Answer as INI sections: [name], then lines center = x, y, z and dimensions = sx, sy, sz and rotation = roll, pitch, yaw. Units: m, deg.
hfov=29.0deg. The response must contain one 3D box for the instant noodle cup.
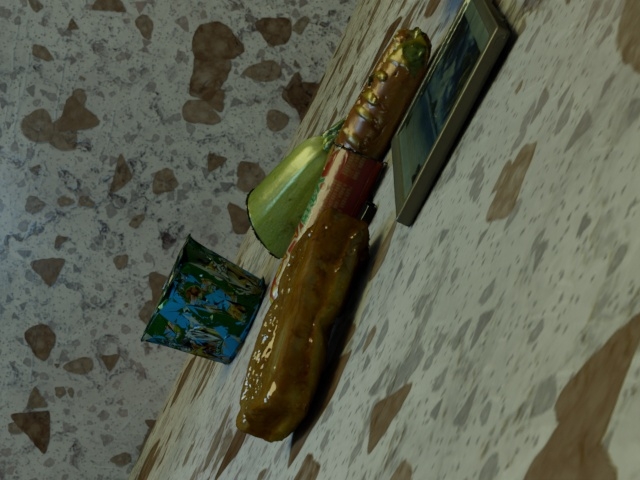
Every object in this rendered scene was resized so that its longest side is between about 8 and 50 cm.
[instant noodle cup]
center = -0.222, 0.126, 2.392
dimensions = 0.240, 0.178, 0.240
rotation = -63, 7, 14

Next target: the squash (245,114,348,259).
[squash]
center = -0.036, -0.100, 2.064
dimensions = 0.287, 0.137, 0.137
rotation = -54, 12, 44

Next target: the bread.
[bread]
center = -0.014, 0.092, 1.399
dimensions = 0.139, 0.077, 0.271
rotation = -49, 18, 53

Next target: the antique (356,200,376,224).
[antique]
center = 0.022, 0.037, 1.578
dimensions = 0.192, 0.015, 0.031
rotation = -63, 7, 8

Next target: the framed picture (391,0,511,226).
[framed picture]
center = 0.140, -0.165, 1.395
dimensions = 0.315, 0.024, 0.232
rotation = -81, 17, -71

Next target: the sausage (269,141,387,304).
[sausage]
center = 0.000, 0.000, 1.647
dimensions = 0.083, 0.083, 0.264
rotation = -146, 81, -83

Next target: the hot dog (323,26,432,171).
[hot dog]
center = 0.079, -0.177, 1.719
dimensions = 0.269, 0.072, 0.115
rotation = -62, -1, 23
